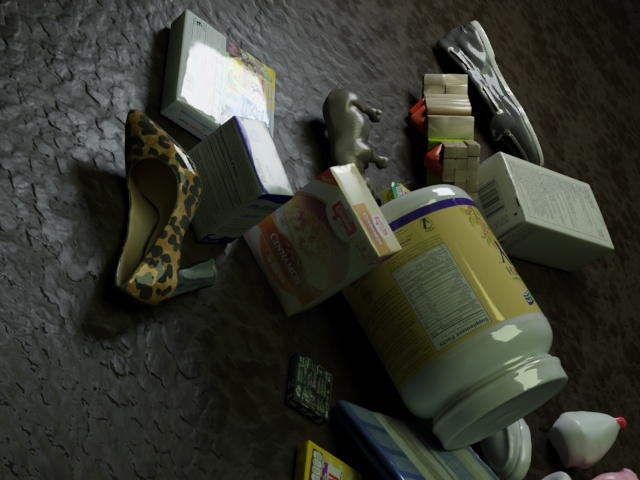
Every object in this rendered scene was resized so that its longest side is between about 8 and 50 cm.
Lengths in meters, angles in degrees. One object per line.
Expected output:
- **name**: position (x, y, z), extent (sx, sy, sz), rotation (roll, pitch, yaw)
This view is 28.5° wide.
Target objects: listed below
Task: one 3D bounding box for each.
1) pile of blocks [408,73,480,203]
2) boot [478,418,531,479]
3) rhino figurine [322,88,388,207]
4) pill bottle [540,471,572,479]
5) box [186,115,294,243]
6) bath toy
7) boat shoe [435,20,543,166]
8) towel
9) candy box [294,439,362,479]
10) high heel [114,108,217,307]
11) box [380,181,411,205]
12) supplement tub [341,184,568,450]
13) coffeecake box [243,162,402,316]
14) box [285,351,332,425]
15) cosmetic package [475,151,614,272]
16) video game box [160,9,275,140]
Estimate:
- **pile of blocks**: position (0.218, -0.187, 2.312), extent (0.112, 0.149, 0.362), rotation (2, 35, 0)
- **boot**: position (0.239, 0.255, 1.954), extent (0.123, 0.095, 0.258), rotation (23, 36, -31)
- **rhino figurine**: position (0.056, -0.143, 2.071), extent (0.106, 0.073, 0.243), rotation (21, 54, -48)
- **pill bottle**: position (0.396, 0.446, 1.975), extent (0.152, 0.086, 0.086), rotation (52, 33, -7)
- **box**: position (-0.121, -0.082, 1.730), extent (0.072, 0.137, 0.126), rotation (4, 58, -51)
- **bath toy**: position (0.501, 0.437, 2.076), extent (0.129, 0.151, 0.348), rotation (-19, 69, -11)
- **boat shoe**: position (0.343, -0.283, 2.561), extent (0.112, 0.095, 0.335), rotation (79, -14, -82)
- **towel**: position (0.158, 0.318, 1.752), extent (0.285, 0.034, 0.209), rotation (24, 14, -39)
- **candy box**: position (0.006, 0.364, 1.605), extent (0.105, 0.027, 0.206), rotation (39, 37, -29)
- **high heel**: position (-0.229, -0.046, 1.598), extent (0.186, 0.093, 0.261), rotation (-15, 82, -62)
- **box**: position (0.154, -0.024, 2.072), extent (0.179, 0.043, 0.105), rotation (35, 35, -60)
- **supplement tub**: position (0.187, 0.111, 1.833), extent (0.241, 0.241, 0.331), rotation (-2, 56, -52)
- **coffeecake box**: position (0.000, 0.000, 1.769), extent (0.068, 0.185, 0.142), rotation (-16, 74, -56)
- **box**: position (-0.015, 0.203, 1.725), extent (0.067, 0.018, 0.083), rotation (35, 38, -28)
- **cosmetic package**: position (0.416, -0.050, 2.410), extent (0.309, 0.113, 0.160), rotation (16, 50, -46)
- **video game box**: position (-0.151, -0.226, 1.903), extent (0.187, 0.048, 0.205), rotation (31, 41, -30)
